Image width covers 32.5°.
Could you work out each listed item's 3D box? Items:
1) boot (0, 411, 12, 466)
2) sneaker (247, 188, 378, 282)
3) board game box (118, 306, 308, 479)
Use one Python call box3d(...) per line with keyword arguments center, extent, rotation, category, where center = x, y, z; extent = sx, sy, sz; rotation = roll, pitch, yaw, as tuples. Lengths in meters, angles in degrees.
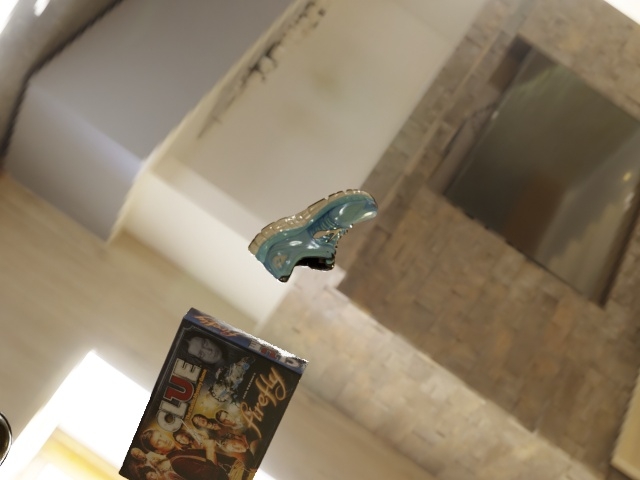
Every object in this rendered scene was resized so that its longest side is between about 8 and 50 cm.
box3d(center=(-0.473, 0.276, 1.345), extent=(0.260, 0.131, 0.348), rotation=(-13, 180, 39), category="boot")
box3d(center=(0.000, 0.000, 1.212), extent=(0.162, 0.073, 0.063), rotation=(-27, 169, -26), category="sneaker")
box3d(center=(-0.138, 0.226, 1.389), extent=(0.042, 0.165, 0.243), rotation=(-58, 172, -71), category="board game box")
